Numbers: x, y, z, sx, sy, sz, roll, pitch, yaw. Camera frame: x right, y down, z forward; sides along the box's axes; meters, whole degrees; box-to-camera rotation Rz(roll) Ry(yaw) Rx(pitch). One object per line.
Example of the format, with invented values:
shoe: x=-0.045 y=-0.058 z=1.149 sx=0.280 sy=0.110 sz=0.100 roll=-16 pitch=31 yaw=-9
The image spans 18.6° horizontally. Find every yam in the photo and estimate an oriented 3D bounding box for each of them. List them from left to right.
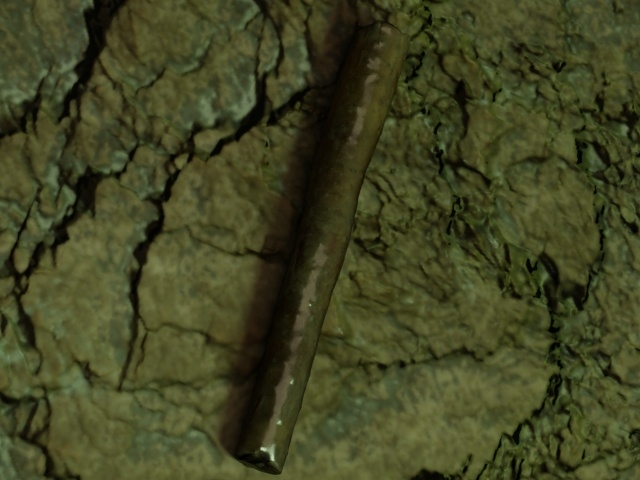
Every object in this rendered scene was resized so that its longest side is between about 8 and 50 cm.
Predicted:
yam: x=0.000 y=0.000 z=1.348 sx=0.045 sy=0.045 sz=0.326 roll=37 pitch=64 yaw=-51
